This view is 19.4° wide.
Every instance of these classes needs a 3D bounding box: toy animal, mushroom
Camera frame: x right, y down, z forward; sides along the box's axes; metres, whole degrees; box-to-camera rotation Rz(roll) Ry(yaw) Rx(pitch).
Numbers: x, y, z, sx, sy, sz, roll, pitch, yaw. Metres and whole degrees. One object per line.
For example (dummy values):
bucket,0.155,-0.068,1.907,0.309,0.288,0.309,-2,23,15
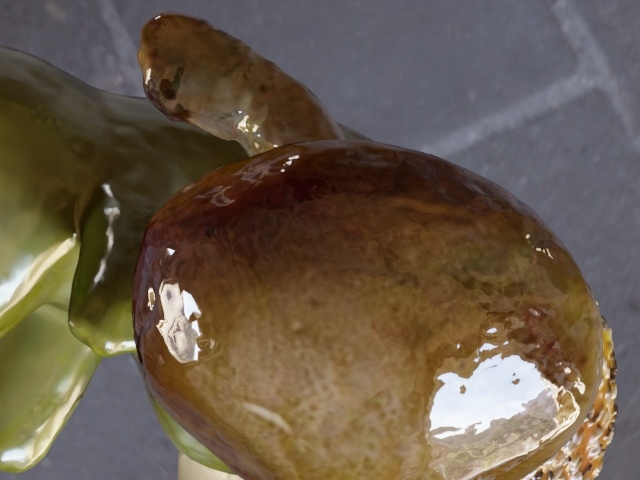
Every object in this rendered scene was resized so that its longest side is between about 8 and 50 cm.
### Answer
toy animal,-0.120,0.000,0.800,0.363,0.181,0.180,14,57,-20
mushroom,-0.007,0.006,0.384,0.073,0.088,0.129,-30,62,-30

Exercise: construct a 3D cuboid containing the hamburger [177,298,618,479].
hamburger,0.057,0.125,1.149,0.300,0.300,0.176,-46,55,-9
